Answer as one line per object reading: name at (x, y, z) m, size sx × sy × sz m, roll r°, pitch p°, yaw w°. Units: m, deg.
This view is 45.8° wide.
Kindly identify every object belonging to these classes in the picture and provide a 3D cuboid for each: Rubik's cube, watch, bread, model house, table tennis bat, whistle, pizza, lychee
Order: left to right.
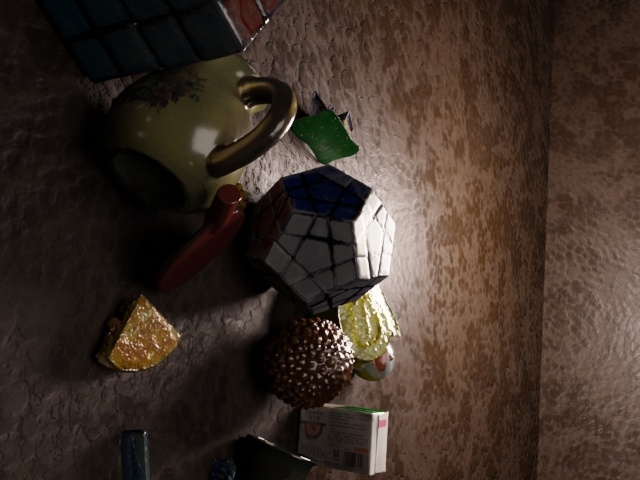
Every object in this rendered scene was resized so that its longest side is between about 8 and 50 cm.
pizza at (-0.316, 0.161, 1.320) m, size 0.175 × 0.046 × 0.134 m, roll 6°, pitch 83°, yaw -56°
Rubik's cube at (-0.250, -0.494, 1.207) m, size 0.344 × 0.337 × 0.343 m, roll 61°, pitch 42°, yaw -31°
watch at (-0.272, 0.499, 1.344) m, size 0.276 × 0.068 × 0.274 m, roll 38°, pitch 58°, yaw -48°
table tennis bat at (-0.198, -0.001, 1.317) m, size 0.038 × 0.310 × 0.200 m, roll 46°, pitch 54°, yaw 6°
lychee at (-0.018, 0.265, 1.630) m, size 0.238 × 0.200 × 0.200 m, roll 25°, pitch 67°, yaw -39°
Rubik's cube at (0.000, 0.000, 1.603) m, size 0.319 × 0.319 × 0.264 m, roll -51°, pitch 155°, yaw -45°
model house at (0.014, -0.274, 1.798) m, size 0.167 × 0.117 × 0.088 m, roll 45°, pitch 36°, yaw -44°
bread at (0.073, 0.172, 1.795) m, size 0.186 × 0.124 × 0.257 m, roll -7°, pitch 76°, yaw -41°
whistle at (0.105, 0.289, 1.883) m, size 0.223 × 0.123 × 0.122 m, roll 11°, pitch 78°, yaw -40°

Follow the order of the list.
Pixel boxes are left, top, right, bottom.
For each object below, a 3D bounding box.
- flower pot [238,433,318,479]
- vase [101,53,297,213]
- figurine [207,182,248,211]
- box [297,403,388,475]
flower pot at (-0.097, 0.471, 1.545) m, size 0.157 × 0.157 × 0.106 m, roll 38°, pitch 72°, yaw -48°
vase at (-0.181, -0.204, 1.282) m, size 0.302 × 0.329 × 0.241 m, roll -60°, pitch 140°, yaw -30°
figurine at (-0.189, -0.082, 1.514) m, size 0.143 × 0.068 × 0.101 m, roll 60°, pitch 47°, yaw -59°
box at (0.049, 0.442, 1.703) m, size 0.081 × 0.199 × 0.135 m, roll 15°, pitch 77°, yaw -57°
